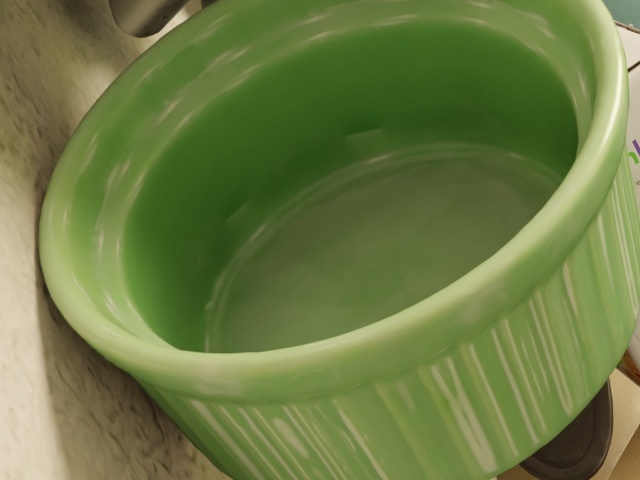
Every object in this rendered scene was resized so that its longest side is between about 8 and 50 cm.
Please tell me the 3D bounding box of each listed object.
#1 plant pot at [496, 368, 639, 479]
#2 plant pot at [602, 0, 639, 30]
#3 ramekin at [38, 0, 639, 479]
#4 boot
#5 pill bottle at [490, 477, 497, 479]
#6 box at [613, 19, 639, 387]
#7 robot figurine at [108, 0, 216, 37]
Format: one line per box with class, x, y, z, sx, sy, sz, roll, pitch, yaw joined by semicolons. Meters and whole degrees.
plant pot;0.215;0.169;1.318;0.191;0.284;0.284;29;-1;23
plant pot;0.328;-0.181;1.430;0.290;0.290;0.195;-76;172;-72
ramekin;0.022;-0.007;0.726;0.303;0.303;0.148;-103;169;-48
boot;0.152;0.109;1.017;0.264;0.096;0.280;56;-2;38
pill bottle;0.034;0.119;0.900;0.216;0.121;0.121;54;16;-38
box;0.182;-0.050;1.011;0.231;0.127;0.262;55;-5;-29
robot figurine;-0.108;-0.319;0.959;0.300;0.200;0.353;-6;75;-37
